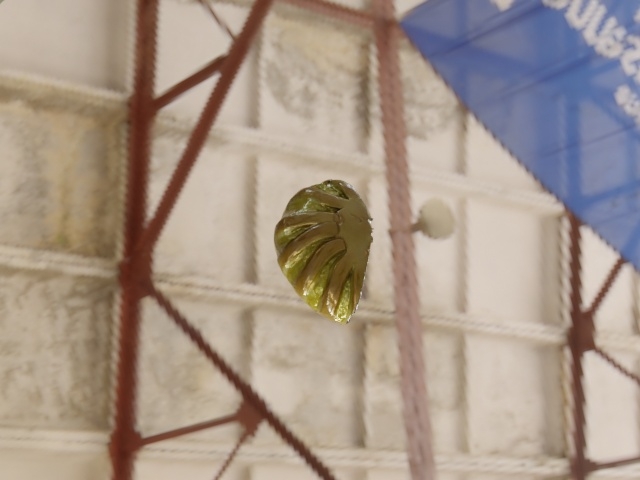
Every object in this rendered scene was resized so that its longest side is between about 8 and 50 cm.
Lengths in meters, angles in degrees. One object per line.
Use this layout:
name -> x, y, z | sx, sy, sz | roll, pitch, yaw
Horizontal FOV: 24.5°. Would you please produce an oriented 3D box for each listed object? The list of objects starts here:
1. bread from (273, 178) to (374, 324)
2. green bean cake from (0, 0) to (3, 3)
bread -> 0.000, 0.000, 1.464 | 0.094, 0.083, 0.157 | 15, -129, -5
green bean cake -> -0.321, -0.275, 1.178 | 0.181, 0.094, 0.173 | 54, -173, 12
